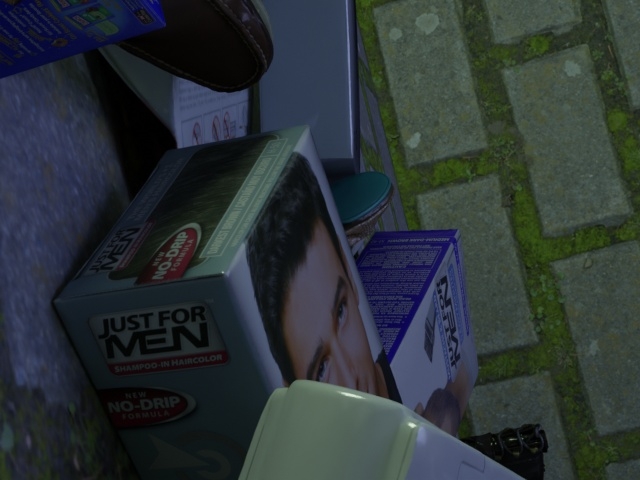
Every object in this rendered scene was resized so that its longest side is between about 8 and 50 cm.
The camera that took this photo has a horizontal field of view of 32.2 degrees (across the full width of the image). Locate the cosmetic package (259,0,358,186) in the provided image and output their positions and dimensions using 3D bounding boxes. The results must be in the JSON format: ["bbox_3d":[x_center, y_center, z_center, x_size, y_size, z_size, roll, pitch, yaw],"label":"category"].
[{"bbox_3d":[-0.007,-0.206,1.211,0.377,0.098,0.284,24,65,-87],"label":"cosmetic package"}]

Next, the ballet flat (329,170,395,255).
[{"bbox_3d":[0.000,0.000,1.108,0.206,0.073,0.067,-33,135,-36],"label":"ballet flat"}]

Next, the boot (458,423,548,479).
[{"bbox_3d":[0.166,0.262,1.377,0.263,0.229,0.091,60,18,-57],"label":"boot"}]

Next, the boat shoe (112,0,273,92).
[{"bbox_3d":[-0.124,-0.148,0.654,0.257,0.095,0.095,32,38,-41],"label":"boat shoe"}]

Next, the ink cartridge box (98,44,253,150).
[{"bbox_3d":[-0.124,-0.162,0.906,0.308,0.091,0.384,-57,149,-77],"label":"ink cartridge box"}]

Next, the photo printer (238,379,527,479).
[{"bbox_3d":[0.021,0.254,0.593,0.256,0.107,0.307,37,67,-53],"label":"photo printer"}]

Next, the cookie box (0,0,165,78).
[{"bbox_3d":[-0.145,-0.126,0.551,0.092,0.107,0.040,49,27,-70],"label":"cookie box"}]

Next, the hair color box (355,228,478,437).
[{"bbox_3d":[0.068,0.139,1.092,0.339,0.110,0.185,-52,136,-57],"label":"hair color box"}]

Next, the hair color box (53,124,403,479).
[{"bbox_3d":[-0.023,0.134,0.751,0.185,0.114,0.374,-67,142,-55],"label":"hair color box"}]

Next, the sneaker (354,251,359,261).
[{"bbox_3d":[-0.006,0.040,1.162,0.118,0.083,0.222,54,25,-64],"label":"sneaker"}]
